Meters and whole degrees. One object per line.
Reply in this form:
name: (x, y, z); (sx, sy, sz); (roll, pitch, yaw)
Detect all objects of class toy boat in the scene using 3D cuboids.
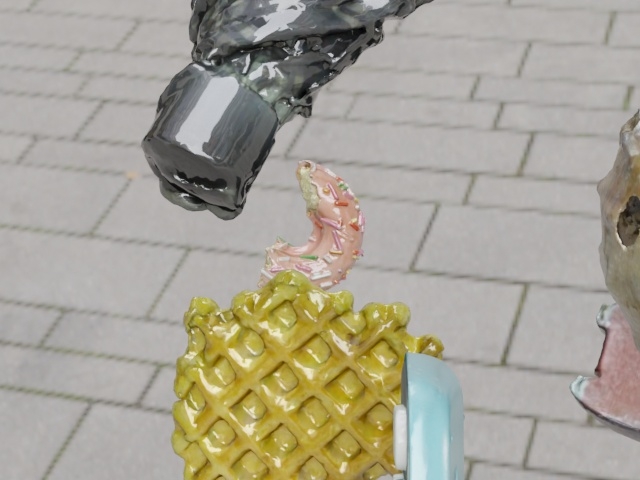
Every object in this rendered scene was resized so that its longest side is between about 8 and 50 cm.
toy boat: (0.372, 0.144, 1.442); (0.227, 0.085, 0.155); (10, 73, 53)

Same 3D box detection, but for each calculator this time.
calculator: (0.073, 0.206, 0.959); (0.054, 0.256, 0.386); (-1, -6, 7)

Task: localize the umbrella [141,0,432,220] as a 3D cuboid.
umbrella: (0.007, -0.175, 0.663); (0.154, 0.128, 0.336); (42, 70, -2)

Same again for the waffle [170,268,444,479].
waffle: (-0.008, 0.161, 1.229); (0.291, 0.291, 0.051); (1, 15, 12)

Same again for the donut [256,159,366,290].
donut: (0.000, 0.000, 1.608); (0.117, 0.166, 0.065); (20, 3, -11)

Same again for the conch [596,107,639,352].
conch: (0.304, -0.008, 1.080); (0.186, 0.263, 0.324); (19, 30, 10)
